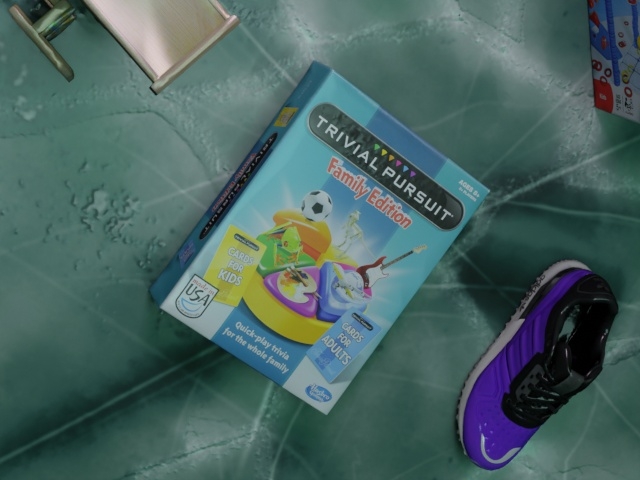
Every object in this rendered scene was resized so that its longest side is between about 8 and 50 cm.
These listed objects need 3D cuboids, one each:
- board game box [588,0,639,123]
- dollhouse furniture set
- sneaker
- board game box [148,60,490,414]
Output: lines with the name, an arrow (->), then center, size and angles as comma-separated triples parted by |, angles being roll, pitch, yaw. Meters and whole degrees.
board game box -> 0.405, -0.278, 1.558 | 0.086, 0.308, 0.302 | -12, 107, -12
dollhouse furniture set -> -0.186, -0.242, 1.413 | 0.212, 0.242, 0.161 | -41, 99, -4
sneaker -> 0.277, 0.168, 1.722 | 0.102, 0.146, 0.293 | 26, 95, -22
board game box -> 0.000, 0.000, 1.628 | 0.254, 0.079, 0.336 | 35, 92, -22
